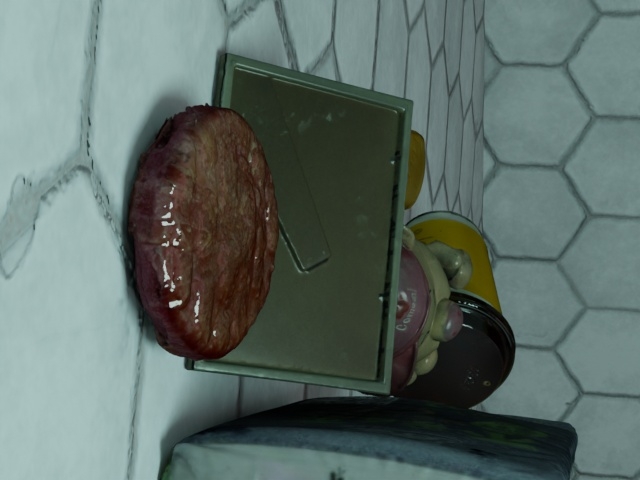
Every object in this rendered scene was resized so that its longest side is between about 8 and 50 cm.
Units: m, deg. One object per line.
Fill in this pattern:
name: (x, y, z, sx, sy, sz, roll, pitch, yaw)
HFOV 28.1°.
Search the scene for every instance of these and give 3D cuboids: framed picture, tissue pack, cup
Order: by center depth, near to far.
framed picture: (-0.011, -0.009, 1.018, 0.016, 0.184, 0.250, -10, -107, 58)
tissue pack: (0.063, 0.205, 1.065, 0.394, 0.288, 0.124, 13, 81, -78)
cup: (0.165, 0.091, 1.756, 0.280, 0.196, 0.196, -83, 169, -54)

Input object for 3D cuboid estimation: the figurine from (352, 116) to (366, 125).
figurine: (0.001, 0.002, 1.127, 0.175, 0.115, 0.240, -48, 139, -71)

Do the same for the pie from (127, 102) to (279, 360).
pie: (-0.076, -0.005, 0.888, 0.182, 0.049, 0.182, 3, 90, -70)

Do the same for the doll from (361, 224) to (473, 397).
doll: (0.089, 0.076, 1.469, 0.256, 0.152, 0.196, 9, 71, -73)

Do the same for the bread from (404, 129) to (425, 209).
bread: (0.082, -0.099, 1.579, 0.200, 0.077, 0.116, 7, 94, -77)
